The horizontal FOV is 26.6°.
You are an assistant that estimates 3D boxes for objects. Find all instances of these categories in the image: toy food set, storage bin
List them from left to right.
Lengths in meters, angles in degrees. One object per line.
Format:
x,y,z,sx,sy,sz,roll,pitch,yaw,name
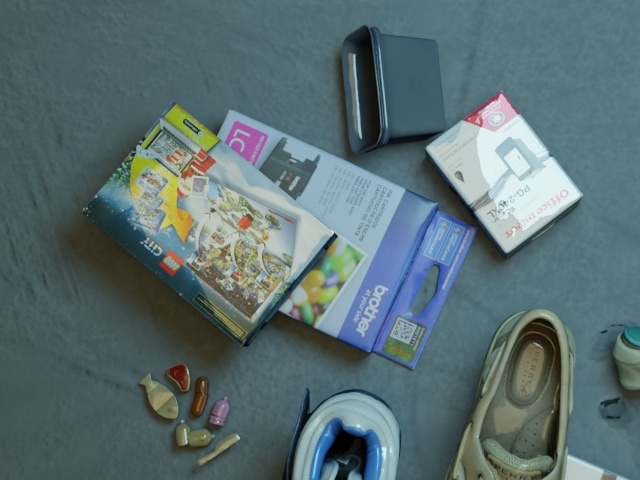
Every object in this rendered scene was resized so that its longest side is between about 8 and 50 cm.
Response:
-0.143,0.189,1.529,0.078,0.019,0.122,-34,75,1,toy food set
0.082,-0.165,1.513,0.091,0.098,0.135,-2,83,-23,storage bin

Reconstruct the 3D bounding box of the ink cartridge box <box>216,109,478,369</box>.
0.000,0.000,1.514,0.311,0.065,0.186,25,88,5,ink cartridge box

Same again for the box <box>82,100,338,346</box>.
-0.120,-0.018,1.475,0.233,0.044,0.159,40,90,8,box

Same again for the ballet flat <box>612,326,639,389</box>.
0.439,0.137,1.457,0.248,0.086,0.086,3,85,7,ballet flat

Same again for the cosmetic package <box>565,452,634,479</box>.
0.275,0.293,1.447,0.231,0.085,0.117,21,86,6,cosmetic package

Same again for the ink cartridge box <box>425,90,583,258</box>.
0.204,-0.071,1.499,0.109,0.063,0.150,-37,82,1,ink cartridge box

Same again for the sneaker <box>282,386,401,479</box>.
-0.006,0.308,1.393,0.130,0.236,0.323,19,86,7,sneaker

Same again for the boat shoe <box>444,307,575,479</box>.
0.185,0.234,1.365,0.121,0.110,0.341,8,84,7,boat shoe
